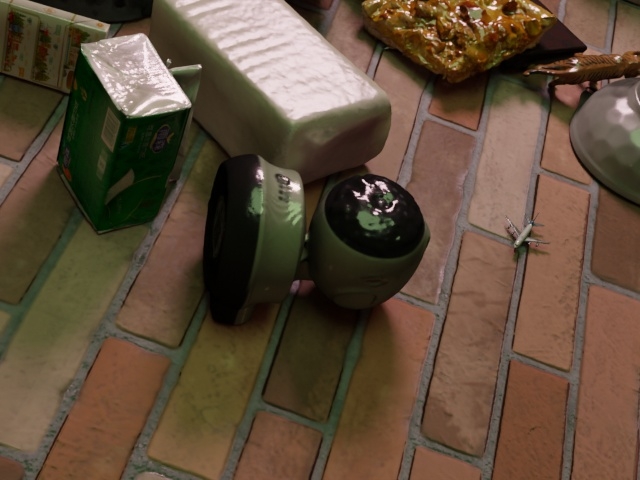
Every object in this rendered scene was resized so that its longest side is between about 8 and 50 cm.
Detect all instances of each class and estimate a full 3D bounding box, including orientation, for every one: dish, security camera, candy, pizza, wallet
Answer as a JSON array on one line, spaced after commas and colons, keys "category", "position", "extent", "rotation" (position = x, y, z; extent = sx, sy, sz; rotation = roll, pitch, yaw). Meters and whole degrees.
[{"category": "dish", "position": [0.560, -0.184, 1.896], "extent": [0.303, 0.120, 0.303], "rotation": [10, 47, -11]}, {"category": "security camera", "position": [0.000, 0.000, 1.469], "extent": [0.277, 0.191, 0.197], "rotation": [8, 45, -15]}, {"category": "candy", "position": [-0.083, -0.239, 1.692], "extent": [0.208, 0.145, 0.358], "rotation": [-25, 60, -36]}, {"category": "pizza", "position": [0.233, -0.356, 1.926], "extent": [0.336, 0.086, 0.226], "rotation": [5, 47, -2]}, {"category": "wallet", "position": [0.348, -0.394, 2.066], "extent": [0.182, 0.049, 0.229], "rotation": [-11, 52, -28]}]

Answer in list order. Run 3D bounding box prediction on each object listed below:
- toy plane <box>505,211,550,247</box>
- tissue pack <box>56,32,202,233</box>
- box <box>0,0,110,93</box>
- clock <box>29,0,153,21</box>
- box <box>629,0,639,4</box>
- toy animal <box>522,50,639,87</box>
[{"category": "toy plane", "position": [0.303, -0.010, 1.705], "extent": [0.078, 0.024, 0.084], "rotation": [33, 52, 10]}, {"category": "tissue pack", "position": [-0.239, -0.143, 1.501], "extent": [0.156, 0.209, 0.148], "rotation": [-17, 56, -35]}, {"category": "box", "position": [-0.416, -0.282, 1.626], "extent": [0.220, 0.122, 0.032], "rotation": [16, 38, -5]}, {"category": "clock", "position": [-0.372, -0.477, 1.866], "extent": [0.319, 0.066, 0.319], "rotation": [11, 45, -11]}, {"category": "box", "position": [0.583, -0.628, 2.152], "extent": [0.214, 0.353, 0.069], "rotation": [18, 43, -3]}, {"category": "toy animal", "position": [0.455, -0.297, 1.970], "extent": [0.241, 0.099, 0.056], "rotation": [-9, 96, -29]}]
